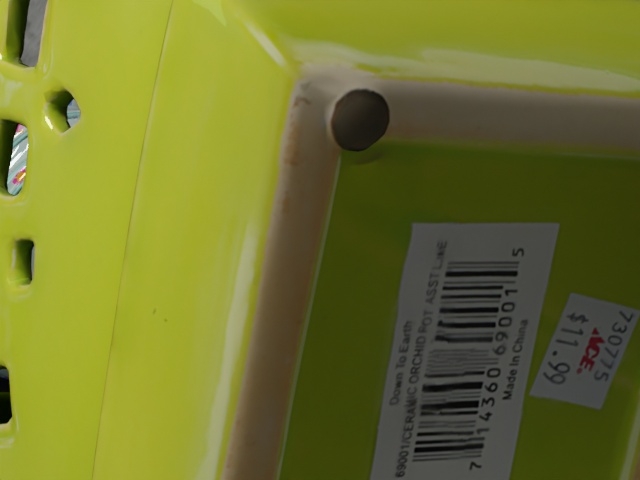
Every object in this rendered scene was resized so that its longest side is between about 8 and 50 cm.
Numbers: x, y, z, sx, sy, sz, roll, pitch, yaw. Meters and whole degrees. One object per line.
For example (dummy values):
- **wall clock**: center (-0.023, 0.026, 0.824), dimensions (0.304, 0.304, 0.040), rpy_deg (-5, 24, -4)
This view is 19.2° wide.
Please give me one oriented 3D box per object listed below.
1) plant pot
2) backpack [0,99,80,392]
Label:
- **plant pot**: center (0.000, 0.000, 0.608), dimensions (0.207, 0.227, 0.228), rpy_deg (36, 119, 56)
- **backpack**: center (-0.158, 0.005, 1.021), dimensions (0.182, 0.152, 0.115), rpy_deg (-55, 45, 8)
